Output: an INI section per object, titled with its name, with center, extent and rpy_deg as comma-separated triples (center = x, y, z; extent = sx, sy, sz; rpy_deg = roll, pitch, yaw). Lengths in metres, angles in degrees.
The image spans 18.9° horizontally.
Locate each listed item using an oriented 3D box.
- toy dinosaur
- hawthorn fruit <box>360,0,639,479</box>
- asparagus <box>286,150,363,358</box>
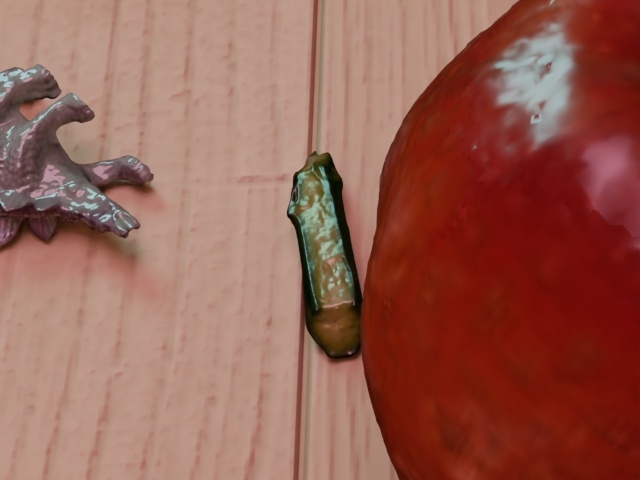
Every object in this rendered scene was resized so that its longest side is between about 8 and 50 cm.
[toy dinosaur]
center = -0.155, -0.052, 0.850
extent = 0.082, 0.039, 0.209
rpy_deg = -39, 56, -18
[hawthorn fruit]
center = 0.128, -0.006, 0.622
extent = 0.242, 0.271, 0.241
rpy_deg = -2, 57, 3
[asparagus]
center = 0.001, 0.000, 0.795
extent = 0.025, 0.021, 0.108
rpy_deg = -11, 52, 2
